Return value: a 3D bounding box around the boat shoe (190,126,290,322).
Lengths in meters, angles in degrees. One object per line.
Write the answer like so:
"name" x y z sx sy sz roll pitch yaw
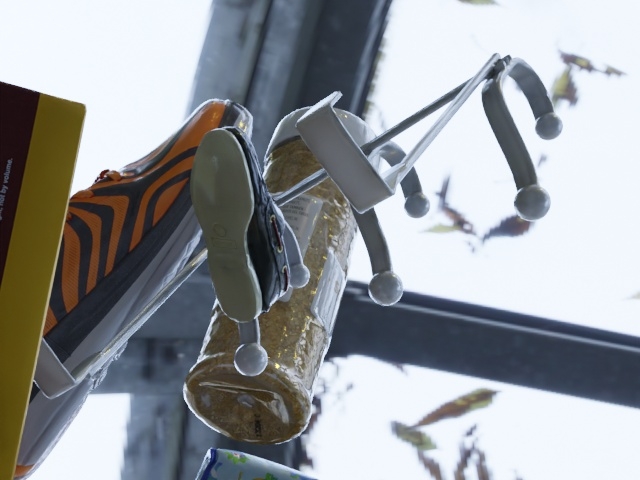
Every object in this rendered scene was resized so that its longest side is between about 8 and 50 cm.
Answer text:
"boat shoe" -0.049 -0.014 0.937 0.049 0.042 0.133 14 -54 36

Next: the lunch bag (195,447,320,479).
"lunch bag" -0.071 0.275 1.529 0.129 0.151 0.096 20 -104 -4

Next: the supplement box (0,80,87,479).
"supplement box" -0.216 0.023 0.564 0.129 0.194 0.191 -10 -112 63

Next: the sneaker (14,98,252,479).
"sneaker" -0.188 -0.008 1.028 0.180 0.124 0.321 35 -116 -1

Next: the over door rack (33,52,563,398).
"over door rack" 0.000 0.000 0.871 0.239 0.324 0.108 -31 -93 27

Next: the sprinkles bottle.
"sprinkles bottle" -0.030 0.025 1.454 0.121 0.121 0.355 -12 -139 29
